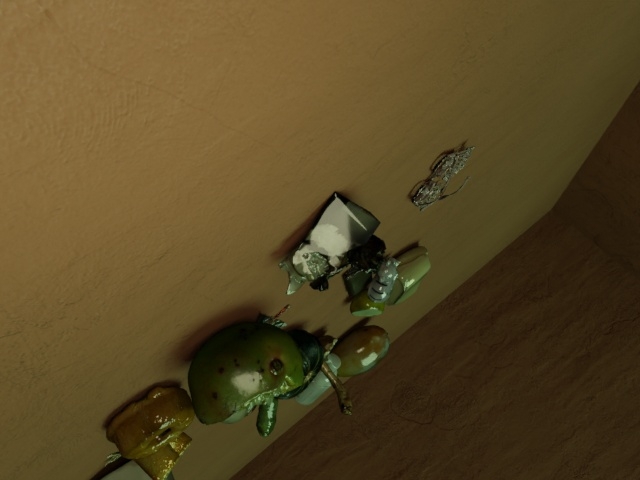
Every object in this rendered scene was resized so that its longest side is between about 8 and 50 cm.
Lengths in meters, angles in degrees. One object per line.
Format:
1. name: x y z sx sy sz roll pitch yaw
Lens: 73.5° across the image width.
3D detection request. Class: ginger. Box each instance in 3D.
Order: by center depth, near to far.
1. ginger: -0.199 0.617 1.645 0.089 0.290 0.137 2 179 -20

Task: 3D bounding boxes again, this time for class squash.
1. squash: -0.101 0.434 1.508 0.252 0.165 0.252 -39 147 -32

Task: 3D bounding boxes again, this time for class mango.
1. mango: 0.169 0.555 2.108 0.384 0.199 0.221 -25 159 -2

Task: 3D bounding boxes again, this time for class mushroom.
1. mushroom: -0.306 0.579 1.520 0.128 0.128 0.350 -38 162 -5
2. mushroom: 0.008 0.550 1.754 0.208 0.302 0.233 -16 176 13

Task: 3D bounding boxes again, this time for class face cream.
1. face cream: -0.004 0.626 1.984 0.145 0.145 0.370 -17 153 -42

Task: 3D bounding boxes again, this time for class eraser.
1. eraser: -0.618 0.838 1.458 0.331 0.150 0.331 -28 157 -13

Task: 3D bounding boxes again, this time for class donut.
1. donut: -0.455 0.495 1.173 0.226 0.114 0.227 -34 157 -17
2. donut: -0.498 0.639 1.321 0.101 0.152 0.259 -51 179 -9

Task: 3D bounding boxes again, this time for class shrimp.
1. shrimp: 0.067 0.070 1.109 0.233 0.071 0.365 -37 -173 4

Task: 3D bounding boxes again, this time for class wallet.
1. wallet: 0.134 0.133 1.516 0.110 0.031 0.198 -38 156 -8

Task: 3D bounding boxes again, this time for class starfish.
1. starfish: -0.629 0.670 1.340 0.086 0.016 0.092 -41 154 -4

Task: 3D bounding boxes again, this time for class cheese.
1. cheese: 0.337 0.146 1.727 0.233 0.127 0.266 -29 157 -30

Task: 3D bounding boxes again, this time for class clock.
1. clock: 0.223 0.147 1.548 0.176 0.080 0.117 -70 162 8

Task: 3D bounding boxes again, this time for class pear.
1. pear: 0.182 0.238 1.679 0.141 0.104 0.141 -3 153 -1

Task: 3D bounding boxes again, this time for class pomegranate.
1. pomegranate: -0.224 0.336 1.151 0.309 0.216 0.358 -15 175 -45

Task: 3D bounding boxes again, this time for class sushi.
1. sushi: 0.007 0.019 1.044 0.273 0.134 0.109 -52 -173 2

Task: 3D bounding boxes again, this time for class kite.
1. kite: -0.165 0.261 1.322 0.189 0.009 0.232 -41 156 2

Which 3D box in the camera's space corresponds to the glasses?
1. glasses: 0.379 -0.170 1.285 0.255 0.095 0.162 -52 162 29
